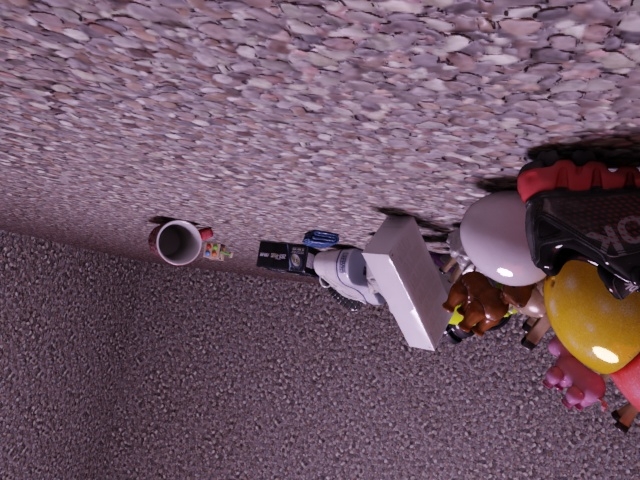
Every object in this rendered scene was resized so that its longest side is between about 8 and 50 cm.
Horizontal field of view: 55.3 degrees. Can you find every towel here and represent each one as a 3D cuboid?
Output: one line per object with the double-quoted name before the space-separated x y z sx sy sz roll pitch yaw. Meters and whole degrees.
"towel" 0.000 0.000 1.412 0.067 0.029 0.119 9 173 -11

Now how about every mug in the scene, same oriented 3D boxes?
"mug" -0.372 0.008 1.599 0.150 0.113 0.169 14 175 -26

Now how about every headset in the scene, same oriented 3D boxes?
"headset" 0.400 0.179 1.694 0.394 0.185 0.243 -21 170 -37

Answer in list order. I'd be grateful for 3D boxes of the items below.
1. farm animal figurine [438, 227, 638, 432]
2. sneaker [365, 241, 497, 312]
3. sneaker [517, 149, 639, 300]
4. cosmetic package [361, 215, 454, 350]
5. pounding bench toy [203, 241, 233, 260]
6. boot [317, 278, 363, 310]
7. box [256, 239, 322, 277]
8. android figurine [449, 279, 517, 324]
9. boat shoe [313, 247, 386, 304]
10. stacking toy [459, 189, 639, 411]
"farm animal figurine" 0.360 0.095 0.928 0.331 0.172 0.326 32 -163 -6
"sneaker" 0.218 0.093 1.229 0.114 0.152 0.305 -9 -159 -44
"sneaker" 0.313 -0.010 0.541 0.276 0.134 0.098 3 169 31
"cosmetic package" 0.158 0.078 1.073 0.061 0.098 0.239 2 133 39
"pounding bench toy" -0.336 0.038 2.016 0.084 0.052 0.065 7 172 11
"boot" 0.059 0.126 1.920 0.246 0.083 0.161 41 -173 21
"box" -0.080 0.057 1.767 0.148 0.077 0.180 7 173 18
"android figurine" 0.350 0.099 1.264 0.248 0.056 0.273 -31 -160 -34
"boat shoe" 0.075 0.101 1.710 0.157 0.135 0.367 4 170 26
"stacking toy" 0.388 0.075 0.708 0.480 0.350 0.350 23 175 9
